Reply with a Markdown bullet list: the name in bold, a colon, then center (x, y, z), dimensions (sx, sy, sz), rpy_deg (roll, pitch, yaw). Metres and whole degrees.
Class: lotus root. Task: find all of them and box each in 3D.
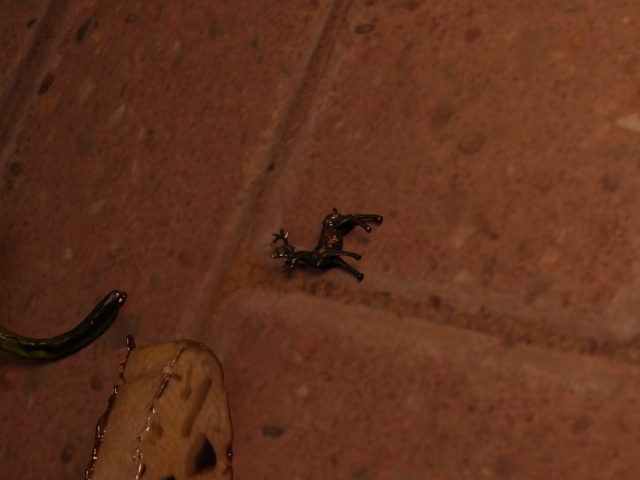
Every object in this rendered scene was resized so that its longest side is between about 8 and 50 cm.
- **lotus root**: center (-0.149, 0.216, 1.382), dimensions (0.074, 0.170, 0.261), rpy_deg (-13, 48, 25)

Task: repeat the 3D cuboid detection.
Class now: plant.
- **plant**: center (-0.422, 0.082, 1.678), dimensions (0.333, 0.180, 0.251), rpy_deg (30, 96, 40)

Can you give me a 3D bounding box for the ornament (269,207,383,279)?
- **ornament**: center (0.000, 0.000, 1.484), dimensions (0.125, 0.028, 0.073), rpy_deg (5, 69, 38)
